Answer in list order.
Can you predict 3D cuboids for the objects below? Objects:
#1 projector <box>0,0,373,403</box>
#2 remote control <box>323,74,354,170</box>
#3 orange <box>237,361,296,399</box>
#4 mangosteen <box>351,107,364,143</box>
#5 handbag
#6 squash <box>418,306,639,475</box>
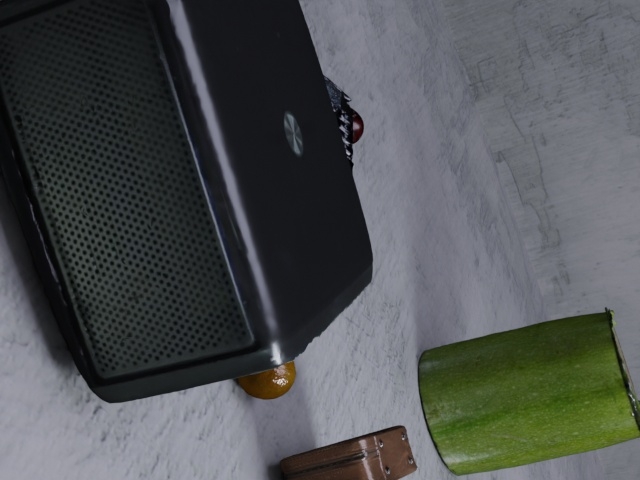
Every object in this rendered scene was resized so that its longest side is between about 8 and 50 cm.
[{"bbox_3d":[-0.134,-0.077,1.130,0.395,0.242,0.405,-38,112,-71],"label":"projector"},{"bbox_3d":[-0.009,-0.133,1.716,0.144,0.062,0.398,37,35,-28],"label":"remote control"},{"bbox_3d":[-0.070,0.163,1.348,0.085,0.085,0.085,52,29,-45],"label":"orange"},{"bbox_3d":[0.036,-0.202,1.907,0.081,0.081,0.081,52,29,-45],"label":"mangosteen"},{"bbox_3d":[0.035,0.298,1.406,0.193,0.151,0.072,3,68,-66],"label":"handbag"},{"bbox_3d":[0.415,0.294,2.064,0.263,0.384,0.263,-16,90,-72],"label":"squash"}]
